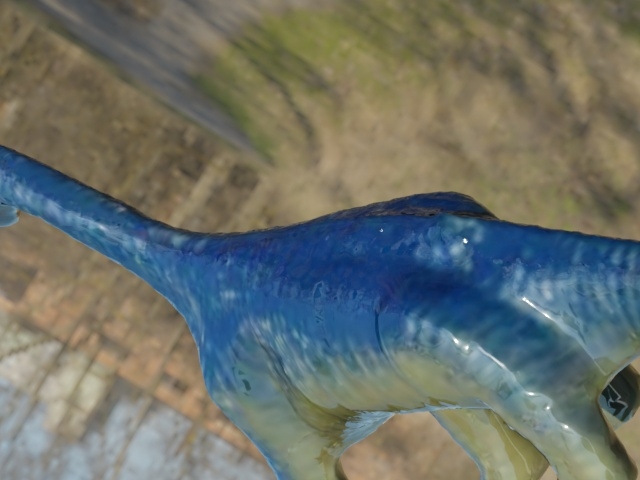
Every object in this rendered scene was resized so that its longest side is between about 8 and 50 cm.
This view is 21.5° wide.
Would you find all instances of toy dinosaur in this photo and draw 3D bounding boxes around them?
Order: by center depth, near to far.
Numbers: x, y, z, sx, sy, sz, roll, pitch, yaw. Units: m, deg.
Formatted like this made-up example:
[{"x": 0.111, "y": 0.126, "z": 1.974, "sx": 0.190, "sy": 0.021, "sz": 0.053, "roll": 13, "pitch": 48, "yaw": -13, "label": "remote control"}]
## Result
[{"x": 0.000, "y": 0.000, "z": 0.434, "sx": 0.188, "sy": 0.075, "sz": 0.248, "roll": 46, "pitch": 147, "yaw": -4, "label": "toy dinosaur"}]
